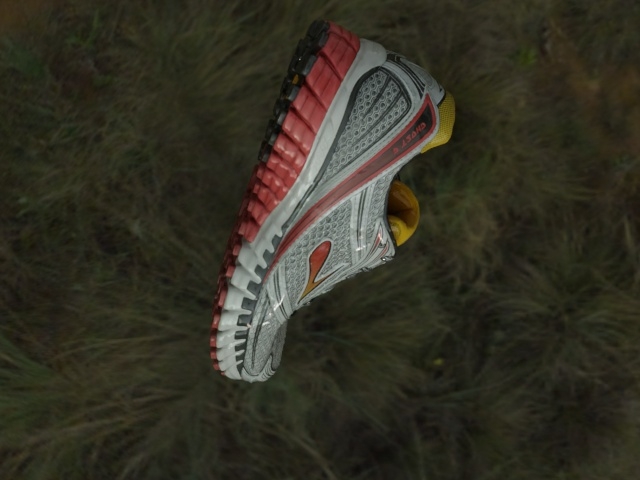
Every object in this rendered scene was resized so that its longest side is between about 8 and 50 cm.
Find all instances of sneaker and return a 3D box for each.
[{"bbox_3d":[0.000,0.000,0.530,0.092,0.225,0.088,19,39,-8],"label":"sneaker"}]
